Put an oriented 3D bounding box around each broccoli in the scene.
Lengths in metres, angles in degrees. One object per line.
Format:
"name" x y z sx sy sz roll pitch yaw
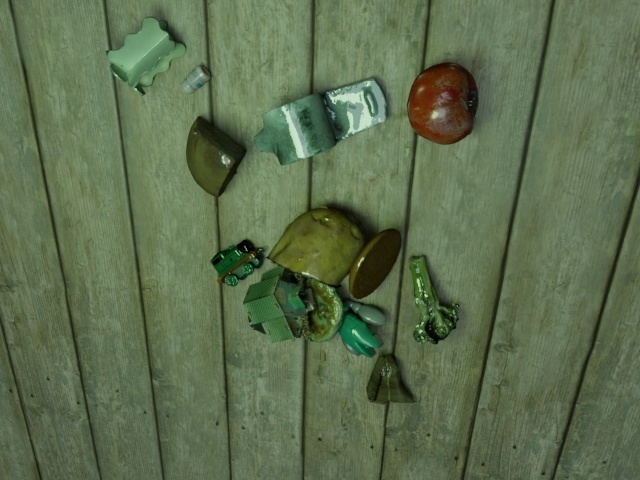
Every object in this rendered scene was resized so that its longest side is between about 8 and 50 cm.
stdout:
"broccoli" 0.361 0.197 1.736 0.145 0.164 0.304 -8 99 47

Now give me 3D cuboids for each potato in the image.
"potato" 0.000 0.000 1.666 0.288 0.301 0.237 20 92 -12
"potato" -0.370 -0.248 1.612 0.211 0.264 0.189 34 105 -11

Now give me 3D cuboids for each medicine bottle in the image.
"medicine bottle" -0.395 -0.508 1.613 0.089 0.052 0.052 -33 103 21

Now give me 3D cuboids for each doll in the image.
"doll" 0.128 0.290 1.818 0.195 0.153 0.258 -28 88 39

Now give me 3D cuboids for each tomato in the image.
"tomato" 0.339 -0.382 1.445 0.188 0.232 0.232 0 114 34

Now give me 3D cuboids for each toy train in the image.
"toy train" -0.299 0.077 1.824 0.227 0.091 0.136 -38 91 22

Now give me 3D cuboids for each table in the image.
"table" -0.530 -0.574 1.564 0.198 0.166 0.166 -36 102 13

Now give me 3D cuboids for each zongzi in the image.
"zongzi" 0.282 0.528 1.904 0.197 0.099 0.195 10 115 -5

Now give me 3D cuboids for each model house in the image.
"model house" -0.141 0.203 1.716 0.178 0.206 0.271 -17 69 30

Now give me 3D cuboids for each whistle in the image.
"whistle" 0.000 -0.363 1.560 0.404 0.188 0.168 -24 104 -16

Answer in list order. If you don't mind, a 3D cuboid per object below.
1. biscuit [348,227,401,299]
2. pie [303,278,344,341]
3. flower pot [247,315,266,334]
"biscuit" 0.176 0.074 1.660 0.037 0.262 0.262 33 118 28
"pie" -0.016 0.242 1.803 0.240 0.054 0.241 1 91 39
"flower pot" -0.196 0.270 1.876 0.157 0.107 0.158 3 114 7
